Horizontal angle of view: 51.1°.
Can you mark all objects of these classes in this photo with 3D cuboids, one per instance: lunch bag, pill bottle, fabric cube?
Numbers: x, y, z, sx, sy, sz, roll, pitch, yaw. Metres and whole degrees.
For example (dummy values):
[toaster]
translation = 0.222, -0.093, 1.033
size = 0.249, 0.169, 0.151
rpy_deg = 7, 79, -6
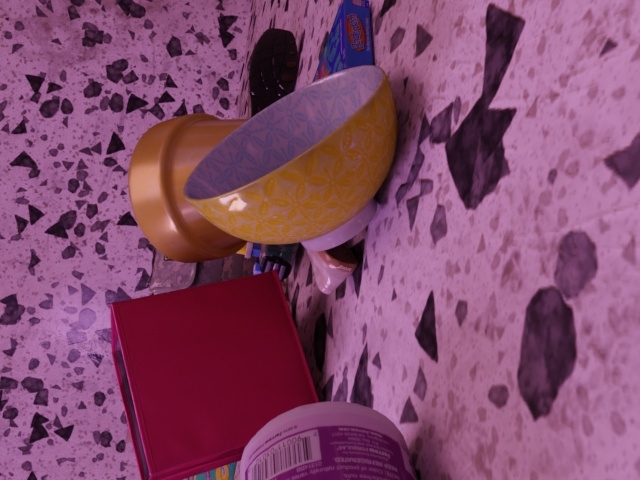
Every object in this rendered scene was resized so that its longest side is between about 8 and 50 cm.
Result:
[lunch bag]
translation = -0.322, 0.060, 1.842
size = 0.169, 0.287, 0.235
rpy_deg = 124, 152, -61
[pill bottle]
translation = 0.020, 0.295, 0.542
size = 0.301, 0.169, 0.169
rpy_deg = -101, 24, -55
[fabric cube]
translation = -0.180, 0.226, 1.071
size = 0.259, 0.258, 0.254
rpy_deg = 123, 131, -60

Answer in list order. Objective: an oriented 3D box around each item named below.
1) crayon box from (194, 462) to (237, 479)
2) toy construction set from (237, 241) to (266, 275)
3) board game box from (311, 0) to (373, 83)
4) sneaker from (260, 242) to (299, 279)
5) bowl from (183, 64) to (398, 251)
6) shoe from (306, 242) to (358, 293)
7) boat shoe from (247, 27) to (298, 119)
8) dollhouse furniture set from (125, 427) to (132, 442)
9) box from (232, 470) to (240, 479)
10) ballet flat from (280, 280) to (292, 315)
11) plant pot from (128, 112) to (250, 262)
[crayon box]
translation = -0.247, 0.598, 1.421
size = 0.165, 0.081, 0.279
rpy_deg = 112, 171, -70
[toy construction set]
translation = -0.145, -0.068, 1.524
size = 0.328, 0.151, 0.215
rpy_deg = -132, 51, -59
[board game box]
translation = 0.029, -0.262, 1.095
size = 0.210, 0.047, 0.160
rpy_deg = 116, 158, -55
[sneaker]
translation = -0.064, -0.030, 1.285
size = 0.098, 0.083, 0.224
rpy_deg = -78, 10, -50
[bowl]
translation = -0.013, -0.080, 0.859
size = 0.156, 0.289, 0.289
rpy_deg = 57, -176, -25
[shoe]
translation = 0.000, 0.000, 0.997
size = 0.219, 0.076, 0.058
rpy_deg = -109, 35, -58
[boat shoe]
translation = -0.133, -0.363, 1.681
size = 0.120, 0.122, 0.324
rpy_deg = -146, 66, -79
[dollhouse furniture set]
translation = -0.273, 0.419, 1.565
size = 0.259, 0.262, 0.135
rpy_deg = -13, 62, 39
[box]
translation = -0.087, 0.473, 0.986
size = 0.243, 0.117, 0.214
rpy_deg = 119, 155, -54
[ballet flat]
translation = -0.091, 0.128, 1.306
size = 0.073, 0.080, 0.232
rpy_deg = -61, 21, 15
[plant pot]
translation = -0.147, -0.099, 1.124
size = 0.239, 0.254, 0.254
rpy_deg = -8, 68, 31
